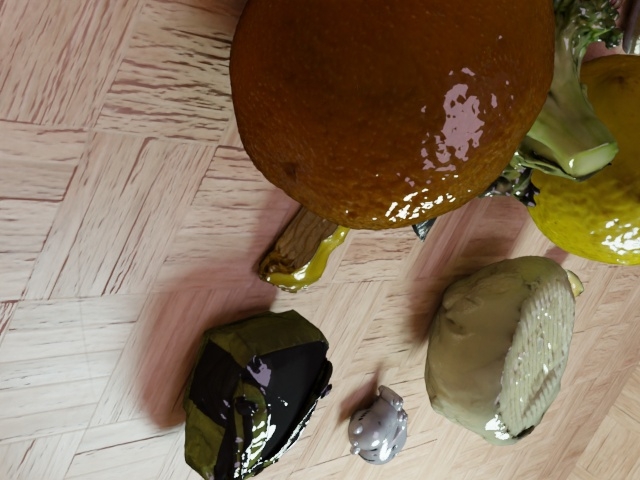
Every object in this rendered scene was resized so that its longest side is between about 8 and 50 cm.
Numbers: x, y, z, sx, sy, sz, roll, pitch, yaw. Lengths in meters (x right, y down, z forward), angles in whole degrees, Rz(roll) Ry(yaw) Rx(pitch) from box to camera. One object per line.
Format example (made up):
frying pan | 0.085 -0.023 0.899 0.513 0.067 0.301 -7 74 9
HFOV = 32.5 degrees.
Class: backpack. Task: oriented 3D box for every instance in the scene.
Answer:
backpack | -0.092 0.224 1.506 0.207 0.140 0.253 -10 125 -50

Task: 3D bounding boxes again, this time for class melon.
melon | 0.487 0.112 2.352 0.160 0.079 0.128 -38 130 -27

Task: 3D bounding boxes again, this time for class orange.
orange | 0.080 -0.189 1.124 0.357 0.322 0.322 -52 153 -16

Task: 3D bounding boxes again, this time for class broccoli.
broccoli | 0.266 -0.203 1.516 0.324 0.272 0.334 -7 150 -2

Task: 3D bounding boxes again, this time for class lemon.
lemon | 0.501 -0.120 1.820 0.350 0.350 0.387 -44 142 -18

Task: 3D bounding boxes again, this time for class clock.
clock | 0.095 0.357 2.004 0.117 0.080 0.176 -39 148 -27

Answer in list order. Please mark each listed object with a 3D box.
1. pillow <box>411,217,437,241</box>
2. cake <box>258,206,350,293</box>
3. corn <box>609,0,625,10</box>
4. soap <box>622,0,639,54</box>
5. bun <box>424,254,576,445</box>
pillow | 0.153 -0.066 1.659 0.090 0.048 0.150 -50 150 -3
cake | 0.003 0.002 1.478 0.185 0.079 0.116 -54 150 -9
corn | 0.398 -0.391 1.654 0.237 0.079 0.079 -1 122 -53
soap | 0.652 -0.471 1.894 0.259 0.143 0.281 -38 153 -24
bun | 0.315 0.192 2.009 0.359 0.211 0.360 -26 124 -47
